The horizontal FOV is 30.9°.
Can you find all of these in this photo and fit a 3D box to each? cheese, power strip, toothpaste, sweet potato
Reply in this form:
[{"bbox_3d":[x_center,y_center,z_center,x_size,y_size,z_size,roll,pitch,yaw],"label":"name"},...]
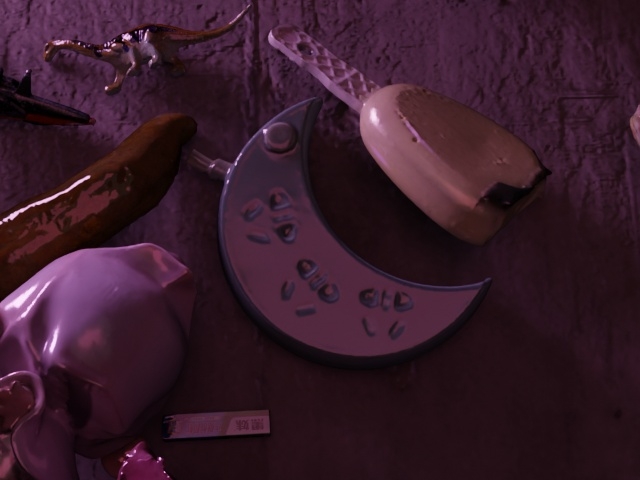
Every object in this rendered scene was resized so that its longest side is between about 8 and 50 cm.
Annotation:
[{"bbox_3d":[0.061,-0.097,0.924,0.251,0.054,0.127,38,36,13],"label":"cheese"},{"bbox_3d":[0.000,0.000,0.916,0.167,0.054,0.253,-43,81,-13],"label":"power strip"},{"bbox_3d":[-0.080,0.142,0.891,0.083,0.017,0.020,-3,74,-2],"label":"toothpaste"},{"bbox_3d":[-0.186,-0.027,0.904,0.233,0.062,0.081,-37,36,-12],"label":"sweet potato"}]

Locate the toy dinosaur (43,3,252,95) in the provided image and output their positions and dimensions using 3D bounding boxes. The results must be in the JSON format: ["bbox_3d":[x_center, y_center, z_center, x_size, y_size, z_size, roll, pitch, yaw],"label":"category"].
[{"bbox_3d":[-0.142,-0.155,0.963,0.180,0.037,0.058,-8,79,-4],"label":"toy dinosaur"}]

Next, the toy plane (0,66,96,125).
[{"bbox_3d":[-0.276,-0.125,0.936,0.189,0.061,0.130,8,44,-3],"label":"toy plane"}]

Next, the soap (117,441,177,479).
[{"bbox_3d":[-0.085,0.219,0.749,0.099,0.250,0.162,-40,78,-14],"label":"soap"}]

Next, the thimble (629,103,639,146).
[{"bbox_3d":[0.356,-0.097,0.903,0.190,0.137,0.143,-39,73,12],"label":"thimble"}]

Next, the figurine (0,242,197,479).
[{"bbox_3d":[-0.187,0.116,0.812,0.200,0.133,0.276,47,52,-25],"label":"figurine"}]
